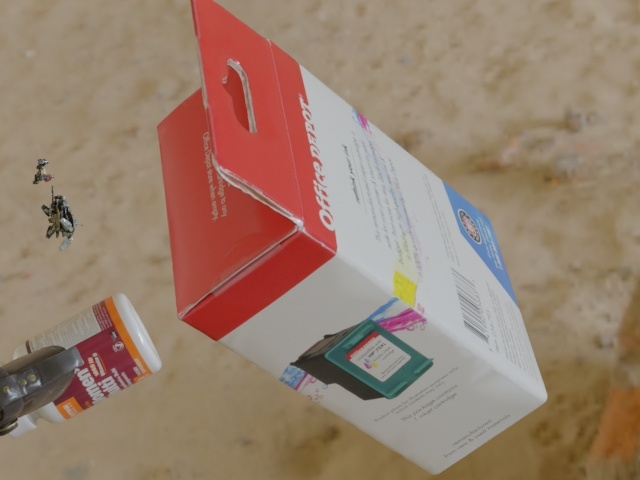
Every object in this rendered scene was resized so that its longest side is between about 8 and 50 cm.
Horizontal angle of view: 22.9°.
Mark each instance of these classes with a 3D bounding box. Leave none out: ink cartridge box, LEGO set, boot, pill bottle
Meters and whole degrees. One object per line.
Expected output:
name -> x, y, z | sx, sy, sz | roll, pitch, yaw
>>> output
ink cartridge box -> 0.000, 0.000, 0.755 | 0.078, 0.231, 0.134 | -37, 40, 23
LEGO set -> -0.212, -0.028, 1.287 | 0.023, 0.054, 0.083 | -6, 74, -26
boot -> -0.349, 0.177, 1.426 | 0.229, 0.091, 0.263 | -28, 3, -42
pill bottle -> -0.336, 0.171, 2.130 | 0.221, 0.121, 0.121 | -28, 36, -4
